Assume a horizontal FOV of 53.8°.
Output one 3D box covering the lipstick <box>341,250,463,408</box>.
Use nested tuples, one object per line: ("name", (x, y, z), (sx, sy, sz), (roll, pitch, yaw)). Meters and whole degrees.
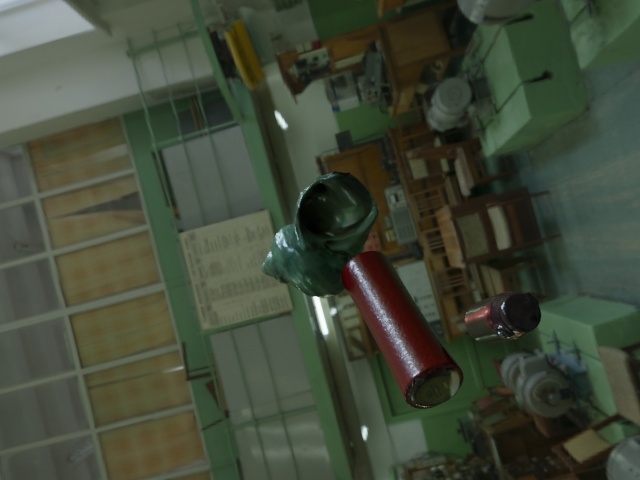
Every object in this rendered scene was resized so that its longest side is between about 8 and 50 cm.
("lipstick", (0.100, 0.109, 0.827), (0.241, 0.080, 0.080), (-118, 7, -50))

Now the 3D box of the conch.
("conch", (0.001, -0.003, 0.952), (0.122, 0.188, 0.176), (32, 167, 46))

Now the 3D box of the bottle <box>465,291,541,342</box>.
("bottle", (0.212, 0.092, 0.740), (0.164, 0.060, 0.060), (83, 172, -79))
